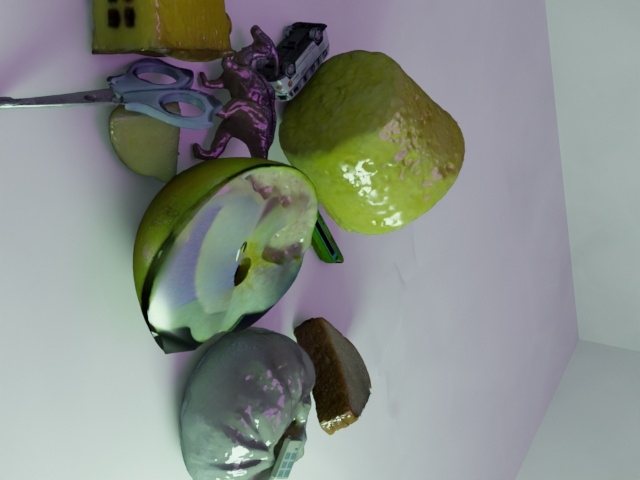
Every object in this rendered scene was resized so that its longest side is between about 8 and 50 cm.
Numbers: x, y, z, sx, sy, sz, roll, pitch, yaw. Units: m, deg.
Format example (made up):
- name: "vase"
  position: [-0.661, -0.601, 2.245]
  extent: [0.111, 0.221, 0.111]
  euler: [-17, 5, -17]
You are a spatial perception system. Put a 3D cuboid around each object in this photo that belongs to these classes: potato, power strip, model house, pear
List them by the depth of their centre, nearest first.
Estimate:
- name: "model house"
  position: [-0.247, -0.403, 1.229]
  extent: [0.193, 0.174, 0.234]
  euler: [-18, 116, -52]
- name: "potato"
  position: [-0.303, -0.173, 1.322]
  extent: [0.120, 0.081, 0.149]
  euler: [-5, 131, -22]
- name: "pear"
  position: [-0.190, -0.006, 1.380]
  extent: [0.399, 0.165, 0.399]
  euler: [-37, 148, -28]
- name: "power strip"
  position: [-0.065, 0.419, 1.505]
  extent: [0.040, 0.016, 0.090]
  euler: [20, 91, -51]

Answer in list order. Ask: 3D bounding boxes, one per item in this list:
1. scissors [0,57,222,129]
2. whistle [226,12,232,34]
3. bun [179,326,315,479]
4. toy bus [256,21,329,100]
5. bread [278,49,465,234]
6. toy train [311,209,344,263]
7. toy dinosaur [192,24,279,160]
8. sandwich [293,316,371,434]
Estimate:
- name: "scissors"
  position: [-0.329, -0.225, 1.212]
  extent: [0.360, 0.191, 0.029]
  euler: [-11, 140, -39]
- name: "whistle"
  position: [-0.212, -0.393, 1.404]
  extent: [0.109, 0.046, 0.057]
  euler: [-18, 127, -47]
- name: "bun"
  position: [-0.127, 0.342, 1.573]
  extent: [0.354, 0.194, 0.355]
  euler: [-23, 118, -53]
- name: "toy bus"
  position: [-0.056, -0.364, 1.601]
  extent: [0.194, 0.087, 0.089]
  euler: [-57, 143, -29]
- name: "bread"
  position: [0.106, -0.213, 1.657]
  extent: [0.308, 0.348, 0.348]
  euler: [48, 59, -44]
- name: "toy train"
  position: [0.000, 0.000, 1.807]
  extent: [0.042, 0.044, 0.209]
  euler: [-59, 141, -29]
- name: "toy dinosaur"
  position: [-0.146, -0.261, 1.464]
  extent: [0.162, 0.077, 0.294]
  euler: [3, 97, -33]
- name: "sandwich"
  position: [0.051, 0.337, 1.788]
  extent: [0.254, 0.099, 0.288]
  euler: [55, 11, -44]
